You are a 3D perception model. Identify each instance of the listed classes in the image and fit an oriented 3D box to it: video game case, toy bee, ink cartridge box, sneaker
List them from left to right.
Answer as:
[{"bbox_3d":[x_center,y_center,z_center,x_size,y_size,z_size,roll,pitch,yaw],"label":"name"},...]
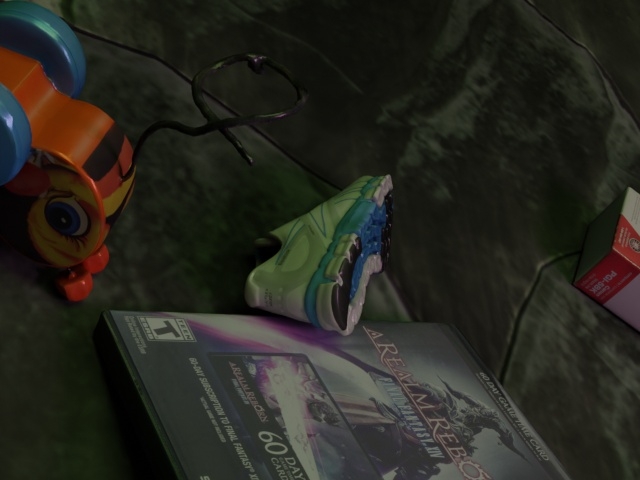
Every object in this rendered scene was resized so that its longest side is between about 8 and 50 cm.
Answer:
[{"bbox_3d":[-0.176,-0.038,0.666,0.298,0.162,0.195,27,43,24],"label":"toy bee"},{"bbox_3d":[0.000,0.000,0.811,0.083,0.071,0.190,4,20,16],"label":"sneaker"},{"bbox_3d":[0.021,0.116,0.709,0.274,0.026,0.196,4,35,-35],"label":"video game case"},{"bbox_3d":[0.290,0.034,1.009,0.135,0.056,0.099,36,40,-4],"label":"ink cartridge box"}]
